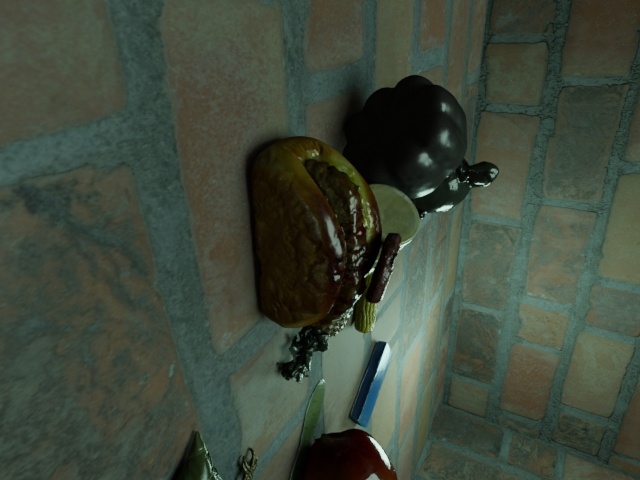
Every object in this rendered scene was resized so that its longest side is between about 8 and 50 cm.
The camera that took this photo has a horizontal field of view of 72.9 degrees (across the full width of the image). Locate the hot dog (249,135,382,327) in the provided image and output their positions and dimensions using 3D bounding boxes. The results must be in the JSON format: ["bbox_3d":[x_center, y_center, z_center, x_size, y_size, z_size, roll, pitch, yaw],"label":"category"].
[{"bbox_3d":[-0.001,0.001,0.882,0.185,0.223,0.404,-39,134,-54],"label":"hot dog"}]

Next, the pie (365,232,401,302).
[{"bbox_3d":[0.128,0.055,0.878,0.154,0.036,0.154,19,90,-83],"label":"pie"}]

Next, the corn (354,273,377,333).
[{"bbox_3d":[0.154,0.205,1.415,0.072,0.072,0.202,-6,106,-61],"label":"corn"}]

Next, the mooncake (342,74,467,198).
[{"bbox_3d":[0.198,-0.249,1.066,0.154,0.306,0.305,25,78,-48],"label":"mooncake"}]

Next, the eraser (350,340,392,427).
[{"bbox_3d":[0.199,0.551,1.667,0.311,0.043,0.144,-65,150,-23],"label":"eraser"}]

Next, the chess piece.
[{"bbox_3d":[0.119,0.001,1.099,0.167,0.167,0.299,-62,178,-28],"label":"chess piece"}]

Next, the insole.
[{"bbox_3d":[-0.037,0.569,1.274,0.109,0.007,0.321,33,71,-60],"label":"insole"}]

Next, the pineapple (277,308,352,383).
[{"bbox_3d":[-0.019,0.236,1.085,0.251,0.125,0.125,-57,147,-16],"label":"pineapple"}]

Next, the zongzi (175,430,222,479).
[{"bbox_3d":[-0.263,0.441,0.778,0.154,0.062,0.130,-25,103,-38],"label":"zongzi"}]

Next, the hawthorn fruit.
[{"bbox_3d":[0.088,0.701,1.263,0.295,0.295,0.311,-20,128,-58],"label":"hawthorn fruit"}]

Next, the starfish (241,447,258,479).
[{"bbox_3d":[-0.166,0.528,0.994,0.078,0.028,0.091,-50,147,-45],"label":"starfish"}]

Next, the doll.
[{"bbox_3d":[0.297,-0.247,1.257,0.253,0.382,0.378,-2,88,-28],"label":"doll"}]
